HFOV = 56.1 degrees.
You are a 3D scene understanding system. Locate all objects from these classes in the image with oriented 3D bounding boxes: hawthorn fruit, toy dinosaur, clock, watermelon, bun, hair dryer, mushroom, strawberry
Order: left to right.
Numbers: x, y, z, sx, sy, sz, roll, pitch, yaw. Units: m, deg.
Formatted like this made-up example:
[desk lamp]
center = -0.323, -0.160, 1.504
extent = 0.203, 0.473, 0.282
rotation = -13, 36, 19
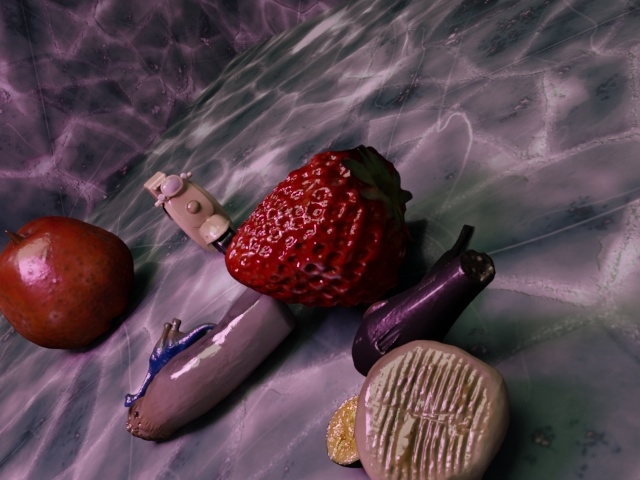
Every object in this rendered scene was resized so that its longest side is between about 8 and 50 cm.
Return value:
[hawthorn fruit]
center = -0.754, 0.104, 1.741
extent = 0.402, 0.403, 0.403
rotation = -30, 30, 19
[toy dinosaur]
center = -0.332, 0.271, 1.348
extent = 0.247, 0.075, 0.188
rotation = -16, 46, 29
[clock]
center = -0.337, -0.067, 1.596
extent = 0.120, 0.276, 0.379
rotation = -47, 25, -14
[mushroom]
center = -0.220, 0.244, 1.162
extent = 0.397, 0.126, 0.177
rotation = -44, 18, -5
[strawberry]
center = 0.014, 0.001, 1.081
extent = 0.310, 0.291, 0.292
rotation = -45, 24, 29
[watermelon]
center = 0.060, 0.272, 0.841
extent = 0.105, 0.062, 0.106
rotation = -32, 35, 26
[bun]
center = 0.136, 0.226, 0.740
extent = 0.178, 0.128, 0.193
rotation = 12, 69, 25
[hair dryer]
center = 0.189, 0.045, 0.918
extent = 0.359, 0.120, 0.304
rotation = -48, -7, -45
